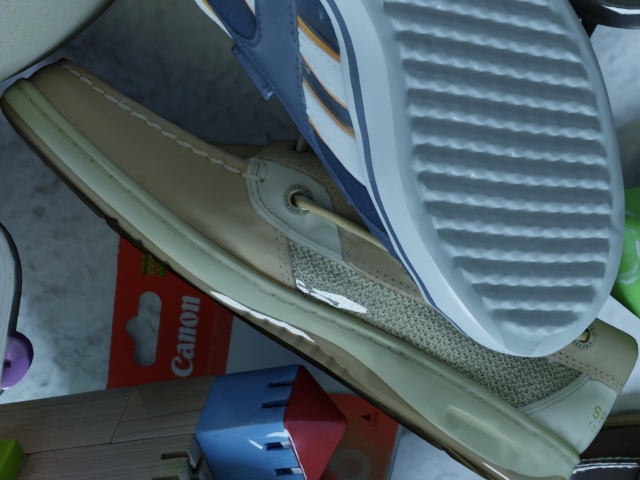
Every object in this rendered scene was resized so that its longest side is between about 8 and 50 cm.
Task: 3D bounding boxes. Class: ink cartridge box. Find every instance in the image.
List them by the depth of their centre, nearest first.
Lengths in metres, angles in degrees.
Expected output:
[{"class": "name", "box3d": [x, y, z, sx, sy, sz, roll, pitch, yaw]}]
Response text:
[{"class": "ink cartridge box", "box3d": [-0.037, 0.075, 0.853, 0.179, 0.045, 0.145, 10, 123, 0]}]

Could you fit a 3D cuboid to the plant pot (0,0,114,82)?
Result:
[{"class": "plant pot", "box3d": [-0.218, -0.165, 0.642, 0.284, 0.191, 0.284, 4, 124, 7]}]

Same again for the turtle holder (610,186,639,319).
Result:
[{"class": "turtle holder", "box3d": [0.305, 0.028, 0.672, 0.243, 0.320, 0.227, -30, 118, -10]}]

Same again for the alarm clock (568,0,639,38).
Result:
[{"class": "alarm clock", "box3d": [0.136, -0.175, 0.653, 0.129, 0.064, 0.192, -15, 115, 19]}]

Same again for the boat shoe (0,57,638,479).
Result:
[{"class": "boat shoe", "box3d": [0.000, 0.000, 0.749, 0.341, 0.121, 0.110, 34, 85, -6]}]

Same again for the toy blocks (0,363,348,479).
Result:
[{"class": "toy blocks", "box3d": [-0.034, 0.215, 0.817, 0.261, 0.191, 0.381, -10, 121, 18]}]

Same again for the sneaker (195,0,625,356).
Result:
[{"class": "sneaker", "box3d": [0.030, -0.098, 0.668, 0.127, 0.126, 0.321, 9, 128, 60]}]

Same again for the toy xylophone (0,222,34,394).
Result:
[{"class": "toy xylophone", "box3d": [-0.276, -0.019, 0.727, 0.322, 0.236, 0.081, 22, 86, 0]}]

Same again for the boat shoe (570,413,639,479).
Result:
[{"class": "boat shoe", "box3d": [0.215, 0.142, 0.835, 0.207, 0.073, 0.073, -6, 122, 15]}]
